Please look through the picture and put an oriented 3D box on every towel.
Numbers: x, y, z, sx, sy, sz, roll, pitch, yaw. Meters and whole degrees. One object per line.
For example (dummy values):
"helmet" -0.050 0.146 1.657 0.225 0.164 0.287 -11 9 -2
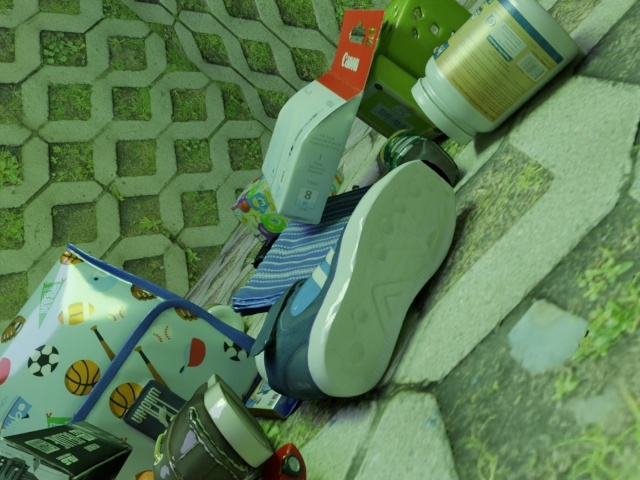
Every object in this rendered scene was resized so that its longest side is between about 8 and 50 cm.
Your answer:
"towel" 0.000 0.000 1.007 0.243 0.040 0.336 -13 31 33

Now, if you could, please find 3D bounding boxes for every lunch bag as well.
"lunch bag" -0.315 0.231 0.890 0.327 0.386 0.239 -59 -18 -20

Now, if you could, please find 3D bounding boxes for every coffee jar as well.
"coffee jar" 0.150 -0.124 0.906 0.079 0.096 0.184 -45 12 10

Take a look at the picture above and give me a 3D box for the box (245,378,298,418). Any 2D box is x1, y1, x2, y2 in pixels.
"box" -0.058 0.211 0.810 0.081 0.028 0.136 -56 11 -27

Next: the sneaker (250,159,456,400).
"sneaker" 0.024 0.051 0.735 0.236 0.130 0.322 -18 40 58

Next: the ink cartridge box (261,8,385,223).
"ink cartridge box" -0.011 -0.262 1.100 0.308 0.091 0.384 -115 40 -66

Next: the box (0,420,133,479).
"box" -0.313 0.333 0.535 0.307 0.077 0.242 -62 -1 -16

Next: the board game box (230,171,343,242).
"board game box" -0.096 -0.130 1.602 0.275 0.144 0.142 -28 24 37

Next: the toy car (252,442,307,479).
"toy car" -0.063 0.309 0.471 0.225 0.053 0.239 -52 11 -5

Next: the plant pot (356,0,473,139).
"plant pot" 0.179 -0.310 1.082 0.207 0.228 0.227 -61 14 -14

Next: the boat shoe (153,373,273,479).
"boat shoe" -0.122 0.228 0.652 0.097 0.116 0.324 -39 -4 -14

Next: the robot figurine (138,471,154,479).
"robot figurine" -0.224 0.382 0.652 0.158 0.128 0.219 -41 15 40

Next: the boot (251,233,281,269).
"boot" -0.156 0.028 1.688 0.121 0.045 0.099 -46 13 36

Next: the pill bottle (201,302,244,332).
"pill bottle" -0.246 0.201 1.346 0.103 0.103 0.184 -54 12 -15

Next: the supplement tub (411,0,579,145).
"supplement tub" 0.245 -0.249 0.817 0.200 0.144 0.144 -43 14 28

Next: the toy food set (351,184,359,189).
"toy food set" 0.055 -0.068 1.273 0.122 0.019 0.078 -58 11 1
